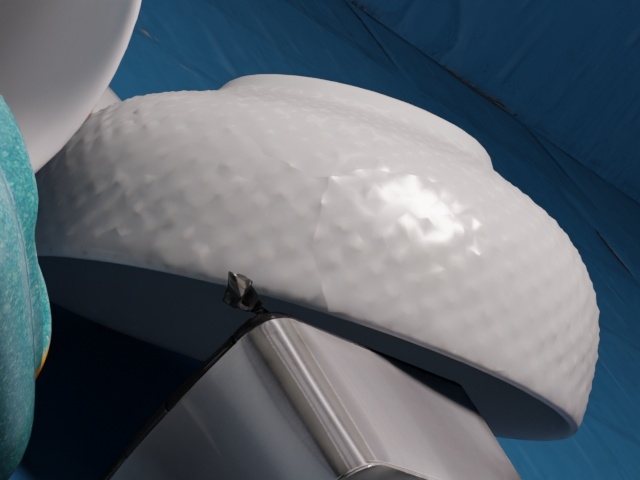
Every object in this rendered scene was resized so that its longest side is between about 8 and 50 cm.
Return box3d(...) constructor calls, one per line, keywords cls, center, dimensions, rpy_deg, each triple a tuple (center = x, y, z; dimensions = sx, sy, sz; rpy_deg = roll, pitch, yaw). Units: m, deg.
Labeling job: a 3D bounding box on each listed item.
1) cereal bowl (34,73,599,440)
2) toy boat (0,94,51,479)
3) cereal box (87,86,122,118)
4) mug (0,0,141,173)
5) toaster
box3d(cls="cereal bowl", center=(0.000, 0.000, 1.040), dimensions=(0.339, 0.141, 0.339), rpy_deg=(15, -12, 3))
box3d(cls="toy boat", center=(-0.129, 0.066, 0.699), dimensions=(0.318, 0.148, 0.267), rpy_deg=(62, -22, 18))
box3d(cls="cereal box", center=(-0.233, -0.131, 1.359), dimensions=(0.240, 0.047, 0.173), rpy_deg=(47, 18, 26))
box3d(cls="mug", center=(-0.303, -0.214, 0.904), dimensions=(0.328, 0.276, 0.374), rpy_deg=(39, -11, 49))
box3d(cls="toaster", center=(-0.014, 0.130, 0.865), dimensions=(0.186, 0.168, 0.110), rpy_deg=(26, 21, -47))
